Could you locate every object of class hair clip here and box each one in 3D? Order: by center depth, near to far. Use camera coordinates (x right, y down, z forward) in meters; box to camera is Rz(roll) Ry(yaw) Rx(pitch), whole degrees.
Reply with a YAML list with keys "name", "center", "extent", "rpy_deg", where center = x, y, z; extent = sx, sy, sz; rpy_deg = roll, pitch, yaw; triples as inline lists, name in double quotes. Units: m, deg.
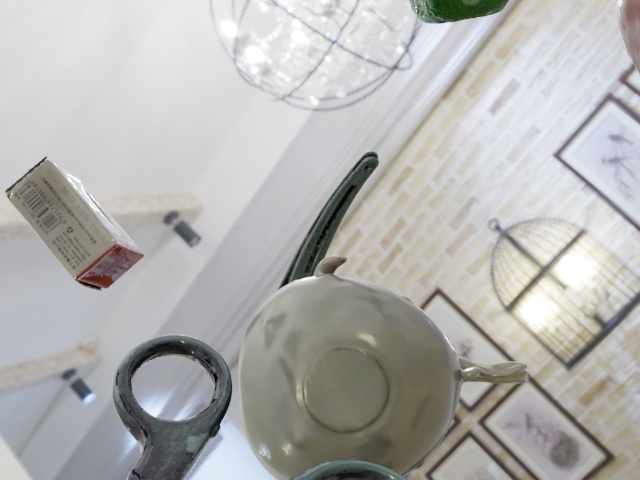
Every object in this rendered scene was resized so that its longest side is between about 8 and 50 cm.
- name: "hair clip"
  center: [0.000, 0.000, 0.852]
  extent: [0.039, 0.070, 0.229]
  rpy_deg: [17, -74, -28]

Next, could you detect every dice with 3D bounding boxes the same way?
- name: "dice"
  center: [0.189, -0.374, 1.066]
  extent: [0.131, 0.128, 0.120]
  rpy_deg: [-14, -62, -7]

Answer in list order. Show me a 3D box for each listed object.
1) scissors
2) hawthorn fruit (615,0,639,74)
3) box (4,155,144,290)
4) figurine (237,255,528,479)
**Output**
- name: "scissors"
  center: [-0.117, 0.194, 0.441]
  extent: [0.383, 0.256, 0.029]
  rpy_deg: [-32, -32, -50]
- name: "hawthorn fruit"
  center: [0.327, -0.139, 0.431]
  extent: [0.275, 0.300, 0.275]
  rpy_deg: [-169, 90, -81]
- name: "box"
  center: [-0.378, -0.020, 1.186]
  extent: [0.099, 0.182, 0.133]
  rpy_deg: [-41, -9, -4]
- name: "figurine"
  center: [0.072, 0.141, 0.805]
  extent: [0.394, 0.275, 0.226]
  rpy_deg: [40, -130, -80]
